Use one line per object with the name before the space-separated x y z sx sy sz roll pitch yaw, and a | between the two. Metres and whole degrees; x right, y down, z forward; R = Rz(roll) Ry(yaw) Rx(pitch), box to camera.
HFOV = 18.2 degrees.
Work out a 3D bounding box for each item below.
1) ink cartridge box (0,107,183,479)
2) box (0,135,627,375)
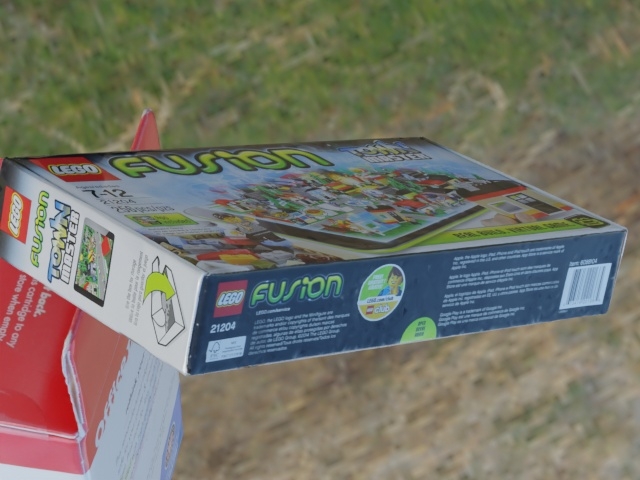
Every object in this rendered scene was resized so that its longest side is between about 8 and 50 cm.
ink cartridge box | -0.111 0.062 0.826 0.078 0.134 0.231 8 140 6
box | 0.000 0.000 0.711 0.207 0.114 0.036 -6 114 -43
